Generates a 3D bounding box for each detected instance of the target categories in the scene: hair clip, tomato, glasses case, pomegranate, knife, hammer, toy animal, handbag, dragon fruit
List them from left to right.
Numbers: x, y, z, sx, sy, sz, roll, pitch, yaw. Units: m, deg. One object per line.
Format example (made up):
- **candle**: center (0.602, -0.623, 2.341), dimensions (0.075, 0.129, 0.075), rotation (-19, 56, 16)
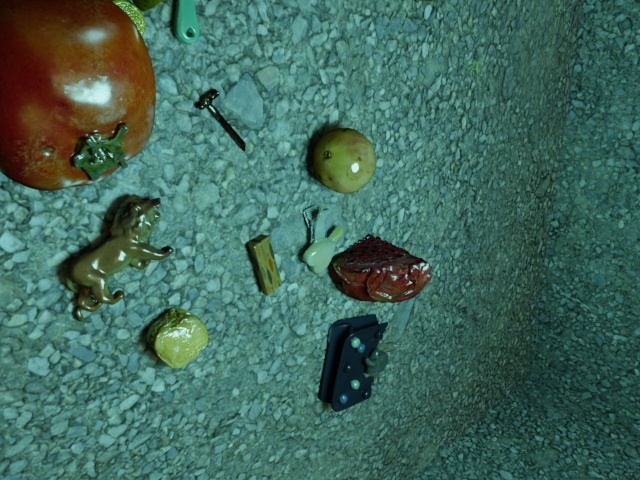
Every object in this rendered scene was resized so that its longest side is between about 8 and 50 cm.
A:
- **tomato**: center (-0.429, -0.250, 0.801), dimensions (0.293, 0.325, 0.289), rotation (-29, 79, -27)
- **toy animal**: center (-0.457, 0.030, 1.056), dimensions (0.312, 0.097, 0.157), rotation (-45, 118, -17)
- **knife**: center (-0.282, -0.559, 1.019), dimensions (0.063, 0.035, 0.260), rotation (-9, 108, -44)
- **hammer**: center (-0.230, -0.288, 1.174), dimensions (0.065, 0.021, 0.178), rotation (-53, 133, -15)
- **glasses case**: center (-0.160, 0.070, 1.361), dimensions (0.065, 0.041, 0.169), rotation (-39, 129, -39)
- **hair clip**: center (0.003, 0.000, 1.469), dimensions (0.159, 0.071, 0.218), rotation (-22, 124, -37)
- **pomegranate**: center (0.072, -0.226, 1.359), dimensions (0.191, 0.191, 0.191), rotation (-17, 117, -37)
- **handbag**: center (0.141, 0.441, 1.728), dimensions (0.269, 0.118, 0.325), rotation (-4, 110, -42)
- **dragon fruit**: center (0.202, 0.084, 1.545), dimensions (0.303, 0.330, 0.239), rotation (6, 80, -41)

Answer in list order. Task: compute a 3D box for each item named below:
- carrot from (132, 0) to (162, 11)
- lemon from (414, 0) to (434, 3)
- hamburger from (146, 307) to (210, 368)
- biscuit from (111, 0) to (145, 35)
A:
- **carrot**: center (-0.386, -0.581, 0.859), dimensions (0.114, 0.114, 0.301), rotation (-49, 134, -17)
- **lemon**: center (0.315, -0.788, 1.369), dimensions (0.173, 0.174, 0.206), rotation (42, 68, -43)
- **hamburger**: center (-0.361, 0.248, 1.220), dimensions (0.138, 0.083, 0.147), rotation (-37, 126, -21)
- **biscuit**: center (-0.397, -0.441, 0.963), dimensions (0.084, 0.023, 0.083), rotation (-18, 119, -36)
